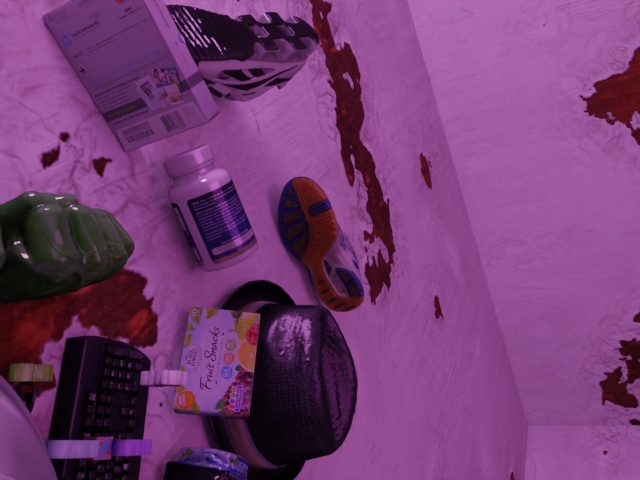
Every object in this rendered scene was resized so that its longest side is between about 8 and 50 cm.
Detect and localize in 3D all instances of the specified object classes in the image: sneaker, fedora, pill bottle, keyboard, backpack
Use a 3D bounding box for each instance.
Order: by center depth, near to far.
[{"bbox_3d":[-0.263,0.257,0.564,0.202,0.033,0.316,31,53,-54],"label":"keyboard"},{"bbox_3d":[-0.136,0.318,0.698,0.114,0.105,0.084,59,34,-42],"label":"backpack"},{"bbox_3d":[-0.162,-0.048,0.789,0.094,0.094,0.169,-48,123,-56],"label":"pill bottle"},{"bbox_3d":[-0.158,-0.277,0.862,0.331,0.146,0.122,-13,63,-39],"label":"sneaker"},{"bbox_3d":[-0.035,0.221,0.866,0.334,0.153,0.333,30,54,-55],"label":"fedora"},{"bbox_3d":[0.000,0.000,1.092,0.131,0.112,0.296,-82,153,-65],"label":"sneaker"}]

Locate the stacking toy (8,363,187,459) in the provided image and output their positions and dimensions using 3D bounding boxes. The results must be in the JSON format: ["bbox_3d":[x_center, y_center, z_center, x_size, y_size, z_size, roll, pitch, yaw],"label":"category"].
[{"bbox_3d":[-0.226,0.215,0.560,0.221,0.052,0.166,28,56,-56],"label":"stacking toy"}]

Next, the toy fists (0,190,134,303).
[{"bbox_3d":[-0.294,0.006,0.475,0.279,0.142,0.096,7,74,-61],"label":"toy fists"}]

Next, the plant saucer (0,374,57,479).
[{"bbox_3d":[-0.246,0.233,0.283,0.400,0.101,0.399,-7,90,-77],"label":"plant saucer"}]

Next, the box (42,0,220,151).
[{"bbox_3d":[-0.230,-0.215,0.669,0.186,0.145,0.038,63,29,-26],"label":"box"}]

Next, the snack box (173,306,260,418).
[{"bbox_3d":[-0.141,0.168,0.750,0.037,0.100,0.141,108,-14,-64],"label":"snack box"}]
